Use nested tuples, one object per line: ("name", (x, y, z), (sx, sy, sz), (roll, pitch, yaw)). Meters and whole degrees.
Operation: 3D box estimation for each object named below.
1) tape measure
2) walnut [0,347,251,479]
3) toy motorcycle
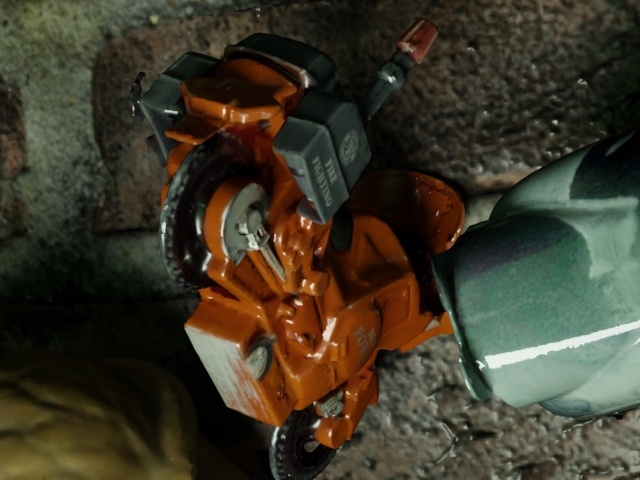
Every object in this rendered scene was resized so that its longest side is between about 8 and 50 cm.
("tape measure", (0.214, 0.001, 0.833), (0.256, 0.275, 0.147), (-19, 81, 24))
("walnut", (-0.182, 0.210, 1.084), (0.285, 0.285, 0.296), (-32, 121, 28))
("toy motorcycle", (0.000, 0.000, 0.971), (0.147, 0.221, 0.326), (18, 149, 30))
